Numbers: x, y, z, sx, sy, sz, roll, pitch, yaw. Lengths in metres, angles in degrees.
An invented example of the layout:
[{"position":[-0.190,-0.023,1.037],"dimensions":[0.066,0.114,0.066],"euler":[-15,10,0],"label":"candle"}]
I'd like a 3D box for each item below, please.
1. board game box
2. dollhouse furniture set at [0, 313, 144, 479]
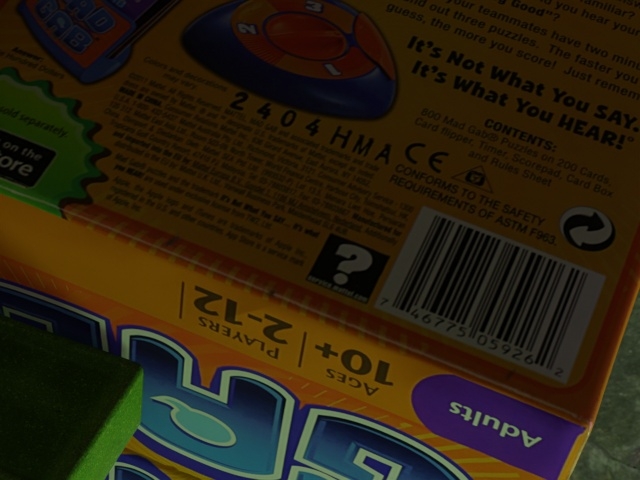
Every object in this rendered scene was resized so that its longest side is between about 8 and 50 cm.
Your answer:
[{"position":[0.000,0.000,0.919],"dimensions":[0.356,0.356,0.356],"euler":[99,15,-52],"label":"board game box"},{"position":[-0.220,0.192,0.714],"dimensions":[0.301,0.151,0.197],"euler":[-59,167,-46],"label":"dollhouse furniture set"}]
